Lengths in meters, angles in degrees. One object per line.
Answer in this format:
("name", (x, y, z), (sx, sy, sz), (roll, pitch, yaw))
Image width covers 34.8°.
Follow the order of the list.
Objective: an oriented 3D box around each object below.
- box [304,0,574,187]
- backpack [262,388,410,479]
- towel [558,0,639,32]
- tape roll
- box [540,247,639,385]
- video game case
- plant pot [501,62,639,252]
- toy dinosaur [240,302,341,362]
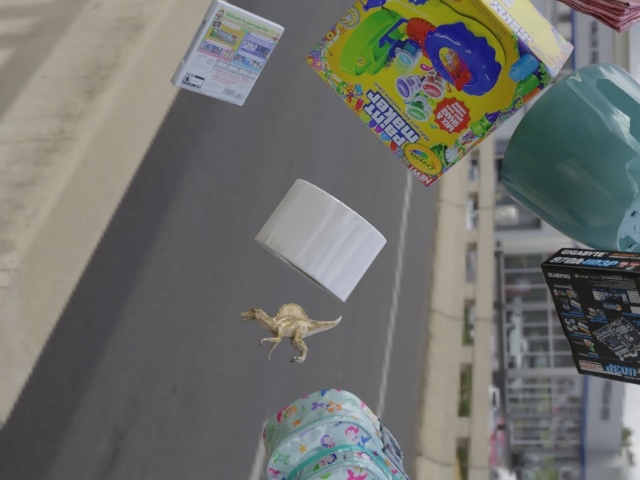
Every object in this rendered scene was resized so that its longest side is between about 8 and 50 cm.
("box", (0.187, -0.295, 1.613), (0.290, 0.279, 0.177), (45, 34, -3))
("backpack", (0.020, 0.401, 1.826), (0.253, 0.225, 0.191), (57, 10, -24))
("towel", (0.358, -0.324, 1.296), (0.329, 0.237, 0.037), (-15, 128, -46))
("tape roll", (0.000, 0.000, 2.251), (0.169, 0.246, 0.246), (-55, 163, -4))
("box", (0.396, 0.100, 1.289), (0.051, 0.220, 0.175), (-33, 109, -29))
("video game case", (-0.190, -0.385, 2.111), (0.212, 0.023, 0.193), (9, 117, -54))
("plant pot", (0.495, -0.116, 1.727), (0.235, 0.293, 0.293), (50, -16, 38))
("toy dinosaur", (-0.037, 0.148, 1.636), (0.053, 0.183, 0.092), (-21, -116, 61))
